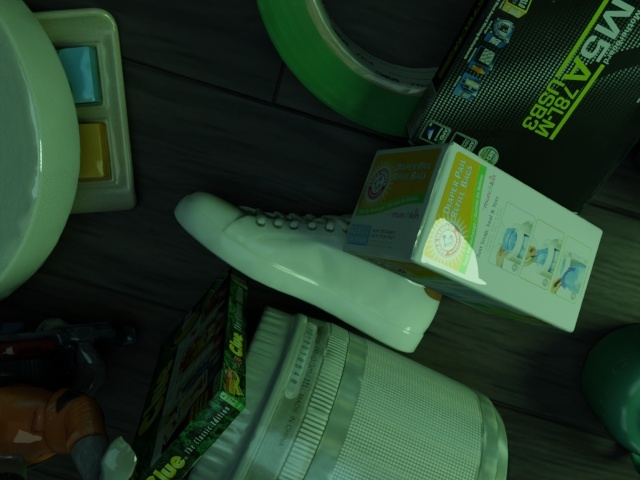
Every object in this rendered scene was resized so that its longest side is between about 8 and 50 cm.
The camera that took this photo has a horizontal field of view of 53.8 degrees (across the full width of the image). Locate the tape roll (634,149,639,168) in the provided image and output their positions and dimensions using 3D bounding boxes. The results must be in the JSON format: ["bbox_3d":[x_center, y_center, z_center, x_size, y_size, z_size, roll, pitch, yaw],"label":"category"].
[{"bbox_3d":[0.393,-0.053,0.572,0.189,0.189,0.080,37,102,-6],"label":"tape roll"}]

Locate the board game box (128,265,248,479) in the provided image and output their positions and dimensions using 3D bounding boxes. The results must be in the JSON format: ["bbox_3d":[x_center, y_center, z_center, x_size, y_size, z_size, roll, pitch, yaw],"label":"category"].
[{"bbox_3d":[-0.119,0.122,0.593,0.030,0.260,0.136,35,102,-16],"label":"board game box"}]

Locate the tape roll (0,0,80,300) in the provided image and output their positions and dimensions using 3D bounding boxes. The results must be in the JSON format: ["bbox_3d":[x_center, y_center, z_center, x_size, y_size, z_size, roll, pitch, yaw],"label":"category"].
[{"bbox_3d":[-0.430,-0.102,0.622,0.391,0.072,0.393,2,99,10],"label":"tape roll"}]

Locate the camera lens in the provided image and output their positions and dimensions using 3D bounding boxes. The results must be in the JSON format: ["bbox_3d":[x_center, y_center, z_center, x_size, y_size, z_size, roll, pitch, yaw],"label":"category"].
[{"bbox_3d":[0.028,0.211,0.628,0.274,0.219,0.220,26,102,-4],"label":"camera lens"}]

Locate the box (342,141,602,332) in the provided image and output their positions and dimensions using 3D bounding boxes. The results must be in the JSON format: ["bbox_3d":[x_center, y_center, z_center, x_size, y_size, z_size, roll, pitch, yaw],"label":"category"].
[{"bbox_3d":[0.140,0.000,0.583,0.203,0.114,0.103,23,82,-29],"label":"box"}]

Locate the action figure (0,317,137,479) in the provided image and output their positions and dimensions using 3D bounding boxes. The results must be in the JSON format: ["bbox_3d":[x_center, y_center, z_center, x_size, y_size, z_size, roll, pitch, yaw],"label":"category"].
[{"bbox_3d":[-0.336,0.173,0.579,0.341,0.330,0.179,-3,90,-20],"label":"action figure"}]

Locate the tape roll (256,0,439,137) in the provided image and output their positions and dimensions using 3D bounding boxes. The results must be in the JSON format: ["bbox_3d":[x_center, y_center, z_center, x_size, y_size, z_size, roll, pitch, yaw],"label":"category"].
[{"bbox_3d":[0.101,-0.252,0.549,0.320,0.077,0.322,1,119,2],"label":"tape roll"}]

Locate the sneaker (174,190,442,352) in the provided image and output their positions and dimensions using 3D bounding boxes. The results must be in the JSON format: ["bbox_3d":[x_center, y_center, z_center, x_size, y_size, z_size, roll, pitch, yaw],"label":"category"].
[{"bbox_3d":[0.000,0.000,0.649,0.290,0.106,0.123,27,99,-15],"label":"sneaker"}]

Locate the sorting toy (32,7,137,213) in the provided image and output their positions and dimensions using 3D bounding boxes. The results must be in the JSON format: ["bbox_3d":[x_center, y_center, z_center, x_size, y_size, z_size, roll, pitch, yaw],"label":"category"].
[{"bbox_3d":[-0.298,-0.126,0.656,0.192,0.038,0.209,-3,103,3],"label":"sorting toy"}]

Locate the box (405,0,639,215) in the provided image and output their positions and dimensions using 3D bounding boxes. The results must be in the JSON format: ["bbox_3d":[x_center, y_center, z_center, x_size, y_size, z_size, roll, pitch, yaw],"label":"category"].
[{"bbox_3d":[0.198,-0.133,0.543,0.184,0.045,0.191,23,120,-11],"label":"box"}]

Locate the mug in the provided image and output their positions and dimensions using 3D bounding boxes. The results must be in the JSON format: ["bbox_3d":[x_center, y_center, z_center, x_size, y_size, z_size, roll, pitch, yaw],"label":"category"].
[{"bbox_3d":[0.366,0.176,0.671,0.129,0.097,0.158,-37,99,9],"label":"mug"}]
